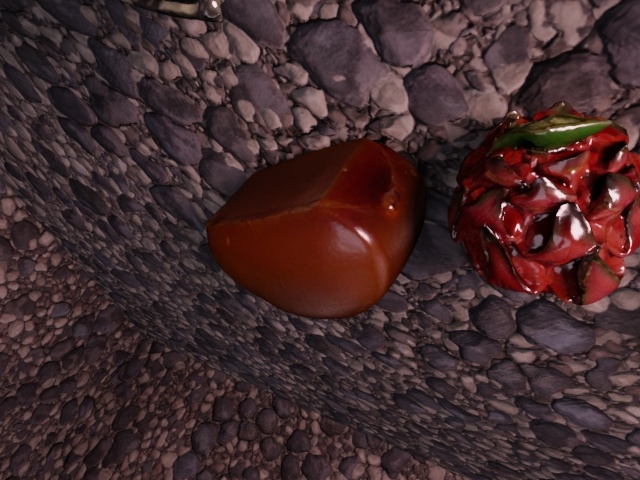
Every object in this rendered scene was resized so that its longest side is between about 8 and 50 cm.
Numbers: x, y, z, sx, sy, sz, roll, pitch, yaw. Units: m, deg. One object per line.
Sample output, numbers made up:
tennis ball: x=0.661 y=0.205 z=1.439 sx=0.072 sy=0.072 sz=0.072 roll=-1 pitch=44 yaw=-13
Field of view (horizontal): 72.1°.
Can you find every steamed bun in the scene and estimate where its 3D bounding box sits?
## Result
steamed bun: x=0.000 y=0.000 z=0.761 sx=0.380 sy=0.235 sz=0.248 roll=-6 pitch=128 yaw=43

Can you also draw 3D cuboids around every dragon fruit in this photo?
dragon fruit: x=0.276 y=-0.015 z=0.528 sx=0.234 sy=0.233 sz=0.293 roll=-6 pitch=127 yaw=43

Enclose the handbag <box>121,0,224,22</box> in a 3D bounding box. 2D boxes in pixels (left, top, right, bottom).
handbag: x=-0.145 y=-0.334 z=0.374 sx=0.327 sy=0.325 sz=0.162 roll=25 pitch=148 yaw=12
